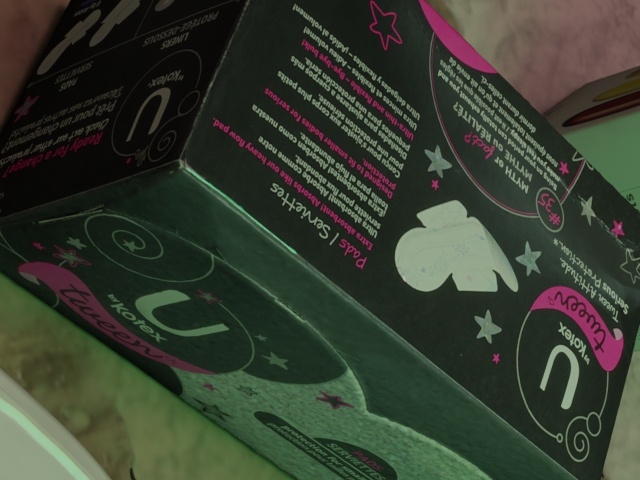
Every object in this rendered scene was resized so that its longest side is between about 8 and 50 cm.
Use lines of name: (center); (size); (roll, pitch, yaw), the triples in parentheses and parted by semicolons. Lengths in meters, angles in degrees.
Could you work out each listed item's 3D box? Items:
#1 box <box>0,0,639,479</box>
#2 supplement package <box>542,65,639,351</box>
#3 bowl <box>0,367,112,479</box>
box: (0.000, 0.000, 0.718); (0.247, 0.163, 0.142); (40, 55, -30)
supplement package: (0.235, -0.037, 0.911); (0.139, 0.244, 0.133); (-35, 103, -47)
bowl: (-0.135, 0.114, 0.625); (0.142, 0.053, 0.142); (49, 47, -21)
